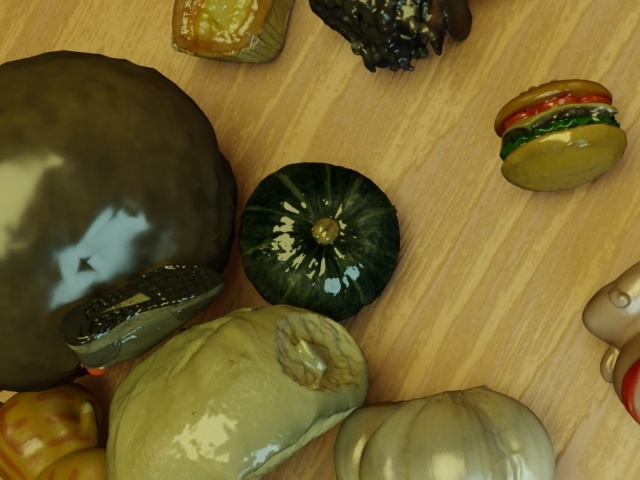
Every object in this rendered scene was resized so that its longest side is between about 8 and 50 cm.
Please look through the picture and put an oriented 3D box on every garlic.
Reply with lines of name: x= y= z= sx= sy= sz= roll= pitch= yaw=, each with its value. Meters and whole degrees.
garlic: x=0.139 y=0.284 z=1.350 sx=0.281 sy=0.184 sz=0.203 roll=-10 pitch=87 yaw=18

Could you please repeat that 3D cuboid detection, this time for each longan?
longan: x=-0.331 y=-0.035 z=1.461 sx=0.436 sy=0.404 sz=0.404 roll=-33 pitch=69 yaw=-10

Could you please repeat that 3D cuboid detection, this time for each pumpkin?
pumpkin: x=-0.002 y=0.001 z=1.468 sx=0.211 sy=0.152 sz=0.212 roll=2 pitch=81 yaw=-15

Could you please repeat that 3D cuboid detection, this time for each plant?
plant: x=0.102 y=-0.321 z=1.482 sx=0.234 sy=0.178 sz=0.204 roll=34 pitch=81 yaw=11

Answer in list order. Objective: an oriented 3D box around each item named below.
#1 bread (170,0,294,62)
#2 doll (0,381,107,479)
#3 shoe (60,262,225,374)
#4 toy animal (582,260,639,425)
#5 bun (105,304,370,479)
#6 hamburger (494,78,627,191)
bread: x=-0.111 y=-0.385 z=1.601 sx=0.152 sy=0.119 sz=0.288 roll=9 pitch=83 yaw=25
doll: x=-0.336 y=0.303 z=1.507 sx=0.269 sy=0.162 sz=0.167 roll=42 pitch=116 yaw=33
shoe: x=-0.200 y=0.091 z=1.318 sx=0.194 sy=0.077 sz=0.074 roll=-23 pitch=40 yaw=-19
toy animal: x=0.398 y=0.123 z=1.305 sx=0.171 sy=0.171 sz=0.198 roll=-29 pitch=64 yaw=13
bun: x=-0.121 y=0.201 z=1.354 sx=0.364 sy=0.364 sz=0.202 roll=-40 pitch=82 yaw=9
hamburger: x=0.287 y=-0.126 z=1.388 sx=0.162 sy=0.162 sz=0.115 roll=-18 pitch=71 yaw=16
